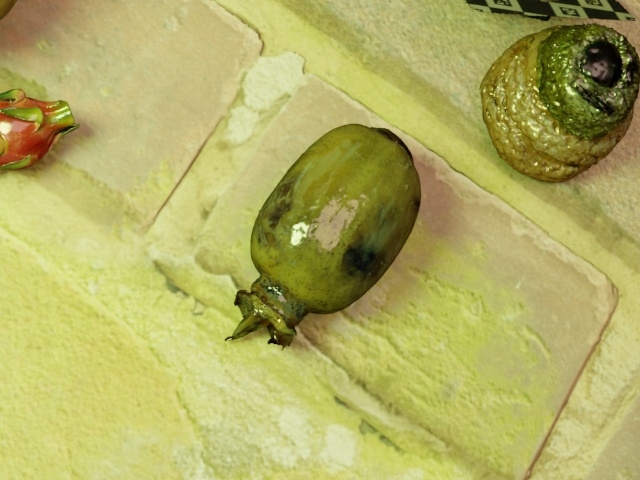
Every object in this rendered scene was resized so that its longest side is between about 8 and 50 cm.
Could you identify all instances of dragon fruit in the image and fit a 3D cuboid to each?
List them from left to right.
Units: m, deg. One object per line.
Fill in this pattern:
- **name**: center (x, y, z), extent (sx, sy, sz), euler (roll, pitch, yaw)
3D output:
- **dragon fruit**: center (-0.301, -0.113, 1.417), extent (0.116, 0.086, 0.081), euler (-17, 90, -11)

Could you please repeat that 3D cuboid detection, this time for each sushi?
- **sushi**: center (0.229, -0.280, 1.623), extent (0.210, 0.192, 0.040), euler (1, 124, -20)

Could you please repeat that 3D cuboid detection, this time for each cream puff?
- **cream puff**: center (0.288, -0.165, 1.590), extent (0.183, 0.169, 0.183), euler (4, 78, -20)

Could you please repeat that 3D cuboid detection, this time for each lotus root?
- **lotus root**: center (0.001, 0.000, 1.475), extent (0.154, 0.154, 0.278), euler (41, 74, -8)

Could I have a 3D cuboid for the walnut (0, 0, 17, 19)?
- **walnut**: center (-0.419, -0.346, 1.319), extent (0.306, 0.306, 0.344), euler (-1, 87, -19)
